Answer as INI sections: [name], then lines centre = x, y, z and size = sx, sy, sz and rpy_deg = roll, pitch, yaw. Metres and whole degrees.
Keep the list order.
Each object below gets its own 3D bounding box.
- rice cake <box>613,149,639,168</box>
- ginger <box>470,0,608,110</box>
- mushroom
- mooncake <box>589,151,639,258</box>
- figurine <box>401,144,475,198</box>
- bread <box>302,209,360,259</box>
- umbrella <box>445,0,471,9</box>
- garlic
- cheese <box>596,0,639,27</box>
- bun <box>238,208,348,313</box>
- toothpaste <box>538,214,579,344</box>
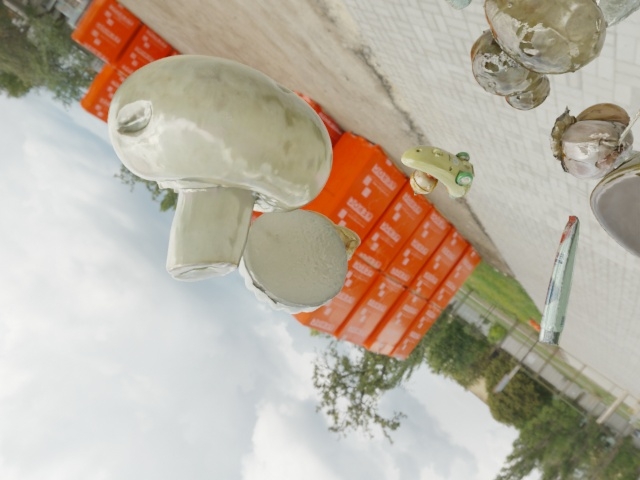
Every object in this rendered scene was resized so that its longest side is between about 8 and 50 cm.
[rice cake]
centre = 0.786, -0.053, 0.973
size = 0.365, 0.072, 0.056
rpy_deg = 63, 167, 12
[ginger]
centre = 0.431, -0.402, 0.929
size = 0.244, 0.155, 0.304
rpy_deg = 34, 173, 8
[mushroom]
centre = -0.146, -0.138, 0.728
size = 0.353, 0.325, 0.353
rpy_deg = -22, -90, -86
[mooncake]
centre = 0.654, -0.071, 0.844
size = 0.235, 0.117, 0.235
rpy_deg = 46, 158, 24
[figurine]
centre = 0.442, -0.258, 1.688
size = 0.324, 0.124, 0.222
rpy_deg = 19, 147, -21
[bread]
centre = 0.026, -0.024, 1.889
size = 0.294, 0.132, 0.167
rpy_deg = 25, 174, 3
[umbrella]
centre = 0.192, -0.422, 0.700
size = 0.143, 0.062, 0.067
rpy_deg = 12, -158, -33
[garlic]
centre = 0.709, -0.287, 1.143
size = 0.207, 0.207, 0.257
rpy_deg = 38, 172, 22
[cheese]
centre = 0.739, -0.645, 1.071
size = 0.154, 0.198, 0.189
rpy_deg = 30, 151, -14
[bun]
centre = -0.080, 0.067, 1.058
size = 0.263, 0.263, 0.175
rpy_deg = 36, 145, -2
[toothpaste]
centre = 0.441, 0.072, 0.804
size = 0.039, 0.239, 0.062
rpy_deg = 10, -173, 18
